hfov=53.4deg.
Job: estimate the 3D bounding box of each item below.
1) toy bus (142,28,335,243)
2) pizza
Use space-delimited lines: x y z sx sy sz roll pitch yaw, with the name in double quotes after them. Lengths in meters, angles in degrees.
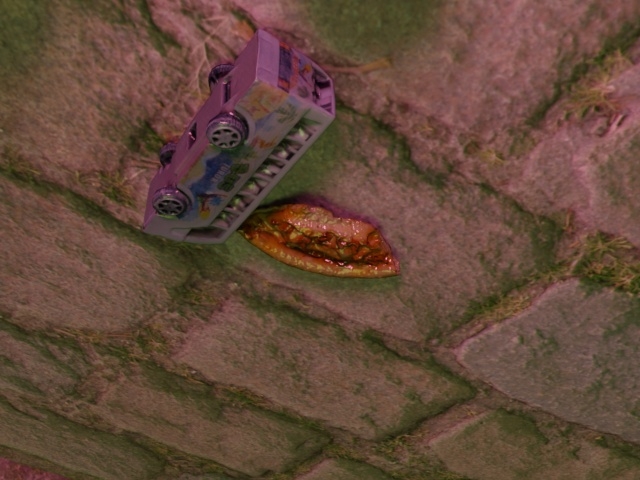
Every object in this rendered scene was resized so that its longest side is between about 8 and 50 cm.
-0.119 -0.113 0.838 0.136 0.109 0.330 20 138 -29 "toy bus"
0.001 0.004 0.976 0.271 0.056 0.134 23 144 -17 "pizza"
